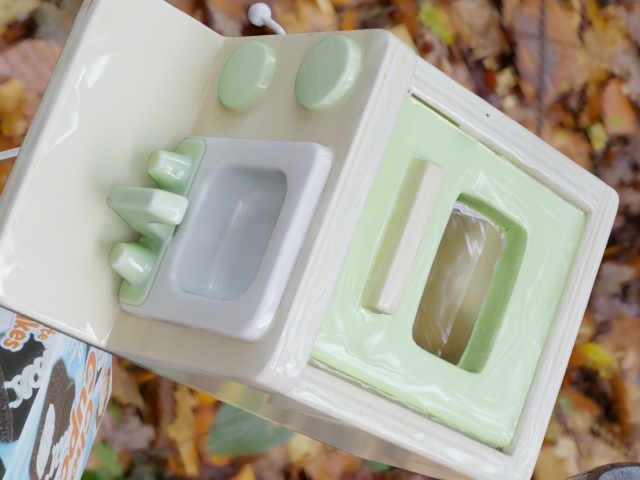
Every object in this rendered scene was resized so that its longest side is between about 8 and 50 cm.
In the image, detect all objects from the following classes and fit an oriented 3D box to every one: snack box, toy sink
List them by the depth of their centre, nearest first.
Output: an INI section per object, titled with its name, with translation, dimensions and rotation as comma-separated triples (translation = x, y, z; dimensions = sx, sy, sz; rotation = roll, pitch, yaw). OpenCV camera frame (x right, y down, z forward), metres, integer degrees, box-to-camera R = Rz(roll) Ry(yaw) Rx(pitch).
[toy sink]
translation = 0.000, 0.000, 0.653
dimensions = 0.234, 0.131, 0.152
rotation = 29, 75, -37
[snack box]
translation = -0.206, 0.148, 1.012
dimensions = 0.322, 0.060, 0.187
rotation = -77, 176, -49

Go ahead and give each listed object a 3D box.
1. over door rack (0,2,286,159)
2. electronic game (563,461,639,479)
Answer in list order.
[over door rack]
translation = -0.158, -0.086, 1.310
dimensions = 0.108, 0.324, 0.239
rotation = 66, 6, 17
[electronic game]
translation = 0.294, 0.230, 1.173
dimensions = 0.229, 0.229, 0.048
rotation = -7, 113, -58
